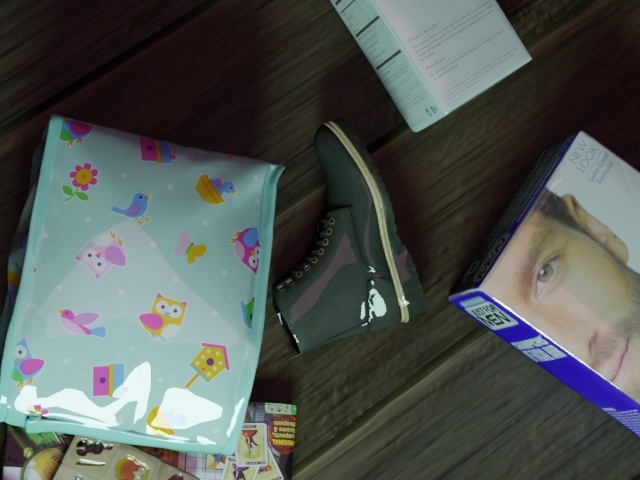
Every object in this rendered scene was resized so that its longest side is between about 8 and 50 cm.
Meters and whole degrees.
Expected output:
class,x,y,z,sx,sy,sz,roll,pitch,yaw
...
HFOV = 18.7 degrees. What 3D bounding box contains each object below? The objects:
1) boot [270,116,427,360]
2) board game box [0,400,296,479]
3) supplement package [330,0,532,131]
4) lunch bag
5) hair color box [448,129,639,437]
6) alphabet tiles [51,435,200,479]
class,x,y,z,sx,sy,sz,roll,pitch,yaw
boot,0.000,0.000,1.769,0.137,0.077,0.198,-22,87,-10
board game box,-0.152,0.203,1.727,0.260,0.030,0.136,5,84,-13
supplement package,0.093,-0.207,1.798,0.105,0.105,0.179,-32,92,-14
lunch bag,-0.160,0.049,1.679,0.223,0.160,0.262,11,75,-13
hair color box,0.313,0.072,1.816,0.339,0.110,0.185,35,78,-5
alphabet tiles,-0.209,0.288,1.689,0.198,0.009,0.237,27,86,-12
